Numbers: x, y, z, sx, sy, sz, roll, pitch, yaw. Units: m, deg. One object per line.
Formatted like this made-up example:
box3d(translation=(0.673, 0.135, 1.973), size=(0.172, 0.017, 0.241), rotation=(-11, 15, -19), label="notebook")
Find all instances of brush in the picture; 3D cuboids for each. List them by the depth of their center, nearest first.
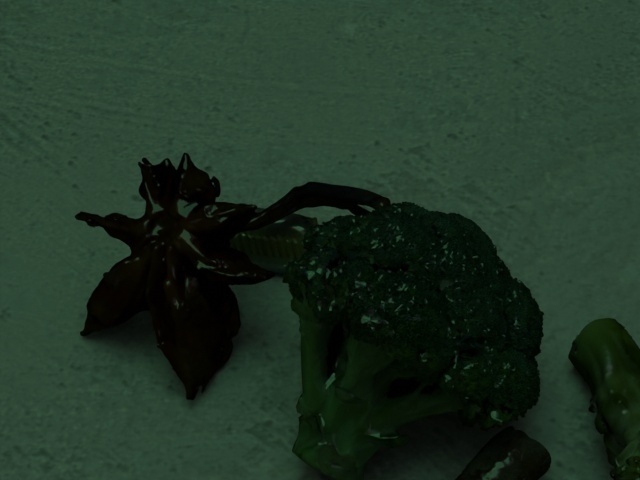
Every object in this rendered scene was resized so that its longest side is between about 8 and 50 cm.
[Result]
box3d(translation=(0.000, 0.000, 1.926), size=(0.296, 0.060, 0.068), rotation=(7, 45, 16), label="brush")

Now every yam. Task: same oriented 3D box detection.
box3d(translation=(0.103, 0.260, 1.653), size=(0.253, 0.061, 0.061), rotation=(-38, 52, -25), label="yam")

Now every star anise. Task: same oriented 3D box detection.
box3d(translation=(-0.096, 0.017, 1.839), size=(0.346, 0.148, 0.237), rotation=(-23, 84, 4), label="star anise")

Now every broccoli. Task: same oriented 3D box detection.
box3d(translation=(0.302, 0.170, 1.681), size=(0.165, 0.145, 0.304), rotation=(-25, 36, -2), label="broccoli")
box3d(translation=(0.074, 0.099, 1.711), size=(0.270, 0.270, 0.270), rotation=(32, 90, 33), label="broccoli")
